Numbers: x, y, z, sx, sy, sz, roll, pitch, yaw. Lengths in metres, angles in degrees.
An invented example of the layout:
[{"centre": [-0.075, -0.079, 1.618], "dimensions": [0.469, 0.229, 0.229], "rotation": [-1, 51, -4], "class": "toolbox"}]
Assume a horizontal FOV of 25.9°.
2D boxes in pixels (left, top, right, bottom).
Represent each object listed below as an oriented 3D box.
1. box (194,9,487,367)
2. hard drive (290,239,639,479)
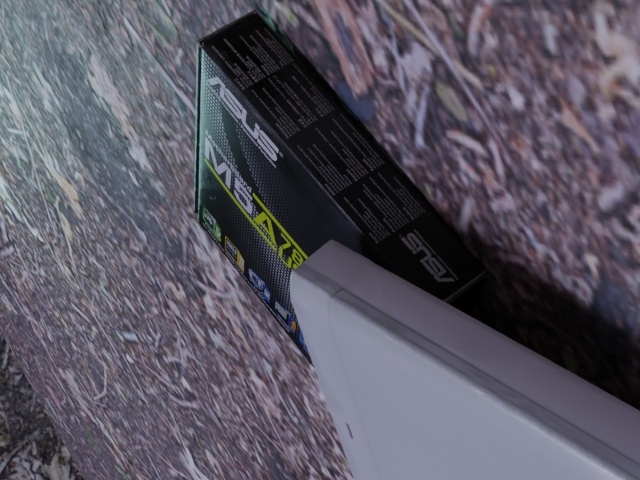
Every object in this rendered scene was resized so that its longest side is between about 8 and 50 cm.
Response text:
[{"centre": [0.000, 0.000, 0.757], "dimensions": [0.191, 0.045, 0.184], "rotation": [51, 160, 18], "class": "box"}, {"centre": [0.120, 0.137, 0.614], "dimensions": [0.307, 0.040, 0.203], "rotation": [30, 150, 41], "class": "hard drive"}]
